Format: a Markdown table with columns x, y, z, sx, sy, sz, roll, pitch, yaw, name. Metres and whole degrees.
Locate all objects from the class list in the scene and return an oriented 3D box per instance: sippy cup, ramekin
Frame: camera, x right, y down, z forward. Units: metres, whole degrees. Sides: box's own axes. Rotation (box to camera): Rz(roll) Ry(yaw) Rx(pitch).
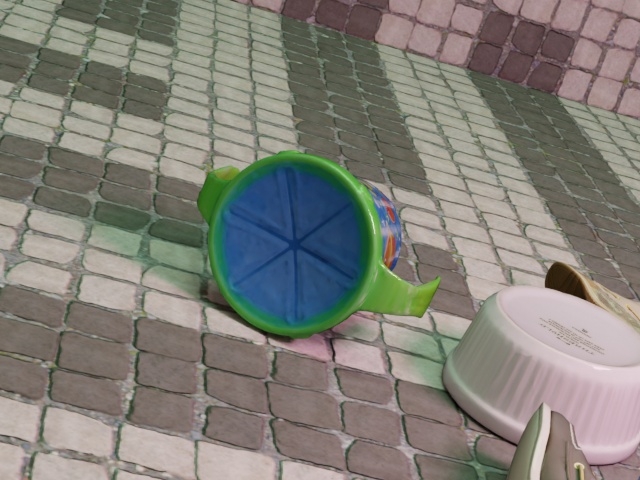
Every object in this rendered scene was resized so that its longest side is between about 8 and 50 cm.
| x | y | z | sx | sy | sz | roll | pitch | yaw | name |
| --- | --- | --- | --- | --- | --- | --- | --- | --- | --- |
| 0.000 | 0.000 | 1.784 | 0.305 | 0.240 | 0.224 | 63 | 20 | 6 | sippy cup |
| 0.305 | 0.162 | 1.736 | 0.273 | 0.127 | 0.273 | 17 | 21 | -7 | ramekin |

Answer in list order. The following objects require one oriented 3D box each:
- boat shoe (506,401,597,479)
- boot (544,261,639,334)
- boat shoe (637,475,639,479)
| x | y | z | sx | sy | sz | roll | pitch | yaw | name |
| --- | --- | --- | --- | --- | --- | --- | --- | --- | --- |
| 0.250 | 0.281 | 1.434 | 0.091 | 0.109 | 0.305 | 20 | 27 | 1 | boat shoe |
| 0.459 | 0.109 | 2.070 | 0.165 | 0.077 | 0.213 | 1 | 32 | -37 | boot |
| 0.484 | 0.323 | 1.520 | 0.258 | 0.109 | 0.089 | 37 | 0 | 40 | boat shoe |
